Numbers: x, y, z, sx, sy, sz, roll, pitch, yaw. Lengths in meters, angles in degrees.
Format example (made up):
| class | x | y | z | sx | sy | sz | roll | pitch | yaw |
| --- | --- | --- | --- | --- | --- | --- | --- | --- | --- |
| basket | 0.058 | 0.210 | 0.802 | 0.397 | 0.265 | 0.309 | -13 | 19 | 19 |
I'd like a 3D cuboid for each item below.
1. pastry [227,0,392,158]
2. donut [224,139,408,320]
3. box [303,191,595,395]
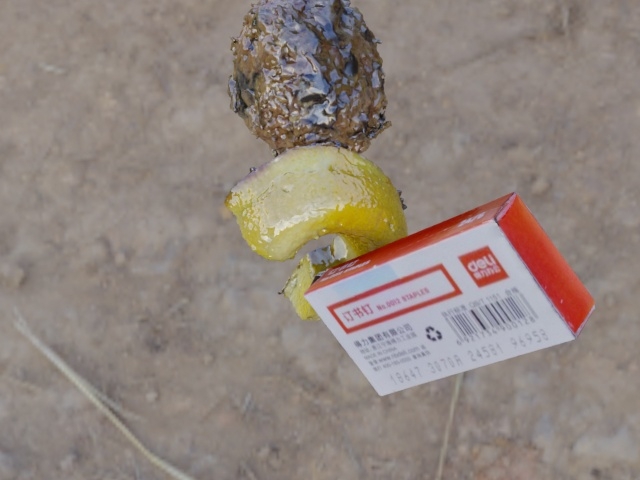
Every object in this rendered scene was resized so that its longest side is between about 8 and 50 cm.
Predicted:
| class | x | y | z | sx | sy | sz | roll | pitch | yaw |
| --- | --- | --- | --- | --- | --- | --- | --- | --- | --- |
| pastry | -0.024 | -0.223 | 1.776 | 0.193 | 0.275 | 0.275 | -15 | 30 | 32 |
| donut | 0.011 | -0.004 | 1.123 | 0.146 | 0.181 | 0.078 | -26 | 42 | 3 |
| box | 0.098 | 0.051 | 1.040 | 0.229 | 0.123 | 0.050 | -24 | 18 | 43 |
